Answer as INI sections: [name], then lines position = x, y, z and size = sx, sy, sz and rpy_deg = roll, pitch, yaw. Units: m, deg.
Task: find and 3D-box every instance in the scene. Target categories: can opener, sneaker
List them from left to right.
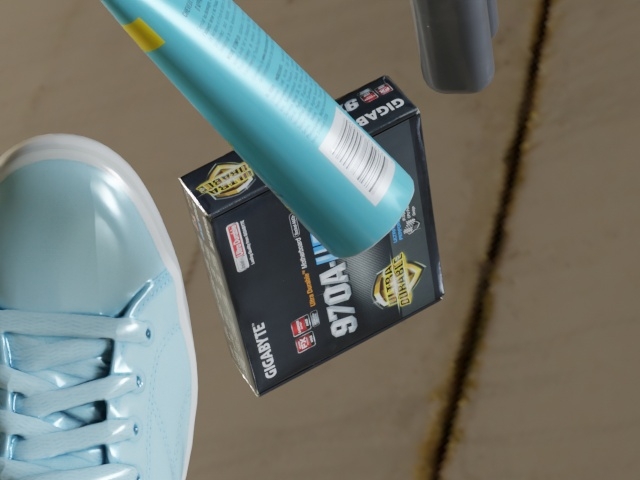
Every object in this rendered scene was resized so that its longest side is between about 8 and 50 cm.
[sneaker]
position = -0.120, 0.133, 0.861
size = 0.135, 0.366, 0.150
rpy_deg = -3, -172, -12
[can opener]
position = 0.091, -0.190, 0.970
size = 0.095, 0.283, 0.076
rpy_deg = 1, -123, 12

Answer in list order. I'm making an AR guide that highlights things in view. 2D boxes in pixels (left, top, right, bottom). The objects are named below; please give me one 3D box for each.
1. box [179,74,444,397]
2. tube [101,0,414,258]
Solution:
[box]
position = 0.000, 0.000, 1.301
size = 0.175, 0.220, 0.051
rpy_deg = -27, -130, -14
[tube]
position = -0.041, -0.078, 0.771
size = 0.052, 0.207, 0.080
rpy_deg = -37, -156, 16
